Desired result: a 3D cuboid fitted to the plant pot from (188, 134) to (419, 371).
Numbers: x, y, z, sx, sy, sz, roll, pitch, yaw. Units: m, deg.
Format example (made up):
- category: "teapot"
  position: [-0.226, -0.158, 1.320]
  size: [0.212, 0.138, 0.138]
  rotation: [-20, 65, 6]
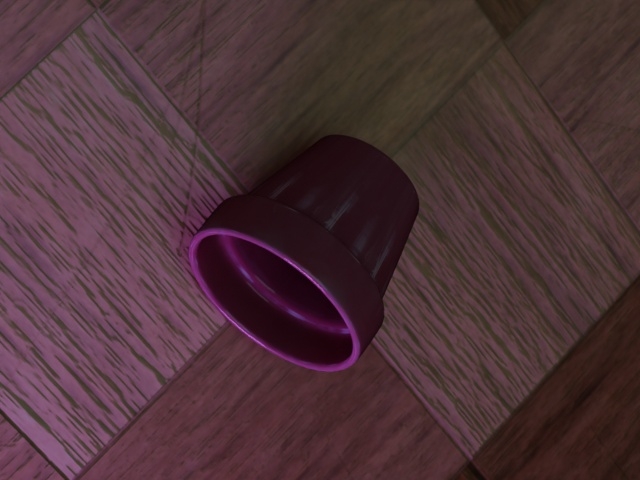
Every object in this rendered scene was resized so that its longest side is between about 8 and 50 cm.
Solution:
- category: "plant pot"
  position: [0.000, 0.000, 1.684]
  size: [0.201, 0.201, 0.180]
  rotation: [51, 59, -23]
